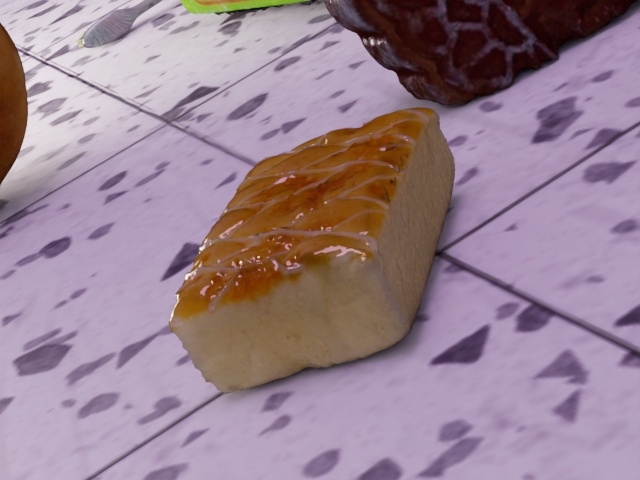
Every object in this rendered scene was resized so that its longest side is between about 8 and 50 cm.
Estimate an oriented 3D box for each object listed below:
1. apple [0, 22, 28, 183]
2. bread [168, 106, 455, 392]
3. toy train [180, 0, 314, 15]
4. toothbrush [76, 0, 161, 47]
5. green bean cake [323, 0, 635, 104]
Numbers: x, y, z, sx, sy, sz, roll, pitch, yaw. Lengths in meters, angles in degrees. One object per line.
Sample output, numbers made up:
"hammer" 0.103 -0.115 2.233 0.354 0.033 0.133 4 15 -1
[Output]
"apple" -0.362 -0.104 1.356 0.253 0.253 0.253 -23 22 10
"bread" 0.000 -0.001 0.924 0.125 0.068 0.188 -18 23 23
"toy train" -0.073 -0.338 1.519 0.173 0.249 0.307 -40 23 -25
"toothbrush" -0.106 -0.304 1.779 0.375 0.028 0.037 -36 16 -22
"green bean cake" 0.131 -0.194 1.133 0.232 0.198 0.097 -45 15 -3
